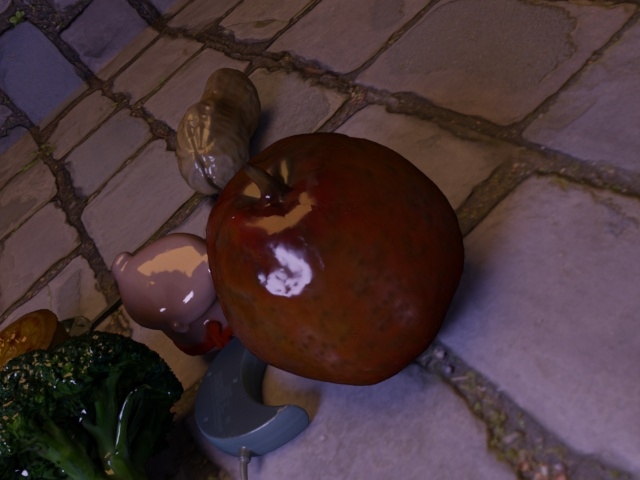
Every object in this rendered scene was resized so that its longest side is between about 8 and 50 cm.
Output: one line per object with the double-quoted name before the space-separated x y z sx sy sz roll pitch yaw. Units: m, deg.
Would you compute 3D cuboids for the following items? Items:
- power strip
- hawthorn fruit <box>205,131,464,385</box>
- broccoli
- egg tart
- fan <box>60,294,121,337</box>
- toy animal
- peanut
"power strip" -0.084 0.188 0.876 0.137 0.044 0.216 -34 31 9
"hawthorn fruit" 0.000 0.000 0.784 0.277 0.298 0.277 -19 50 24
"broccoli" -0.248 0.245 0.821 0.297 0.297 0.297 26 66 23
"egg tart" -0.419 0.215 1.097 0.202 0.147 0.202 -28 35 21
"fan" -0.442 0.201 1.269 0.294 0.012 0.223 -26 34 23
"toy animal" -0.160 0.068 0.978 0.171 0.197 0.171 -7 67 17
"peanut" -0.187 -0.213 1.400 0.149 0.149 0.313 -21 34 28
